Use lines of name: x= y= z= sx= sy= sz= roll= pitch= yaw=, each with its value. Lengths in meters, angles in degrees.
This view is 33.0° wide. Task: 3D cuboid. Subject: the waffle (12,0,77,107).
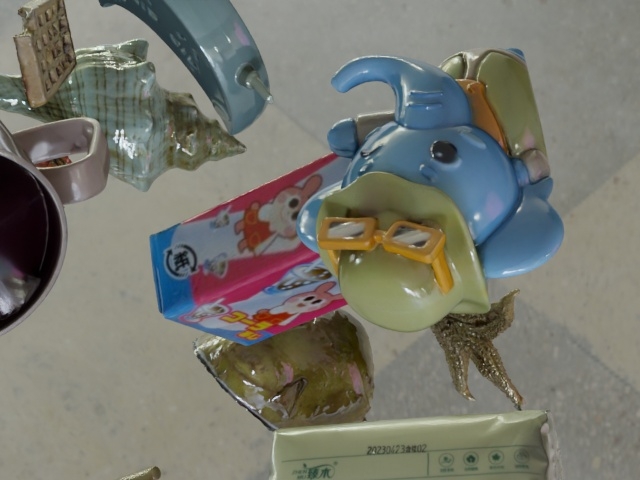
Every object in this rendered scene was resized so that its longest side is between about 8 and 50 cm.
waffle: x=-0.267 y=-0.191 z=1.048 sx=0.021 sy=0.092 sz=0.135 roll=-4 pitch=24 yaw=3

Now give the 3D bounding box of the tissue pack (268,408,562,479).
tissue pack: x=0.124 y=0.381 z=1.379 sx=0.380 sy=0.207 sz=0.297 roll=-5 pitch=54 yaw=16

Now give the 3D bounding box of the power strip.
power strip: x=-0.106 y=-0.168 z=0.849 sx=0.044 sy=0.137 sz=0.216 roll=-40 pitch=71 yaw=-17

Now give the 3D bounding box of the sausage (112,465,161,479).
sausage: x=-0.291 y=0.365 z=1.628 sx=0.132 sy=0.024 sz=0.024 roll=-26 pitch=46 yaw=34

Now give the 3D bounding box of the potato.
potato: x=-0.039 y=0.173 z=1.660 sx=0.196 sy=0.299 sz=0.246 roll=-48 pitch=44 yaw=3

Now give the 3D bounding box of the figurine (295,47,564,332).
figurine: x=0.082 y=-0.049 z=0.808 sx=0.179 sy=0.154 sz=0.262 roll=14 pitch=48 yaw=-1

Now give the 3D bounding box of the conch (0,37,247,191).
conch: x=-0.281 y=-0.190 z=1.501 sx=0.169 sy=0.386 sz=0.203 roll=-27 pitch=48 yaw=49

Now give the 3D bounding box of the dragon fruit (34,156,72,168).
dragon fruit: x=-0.380 y=-0.091 z=1.419 sx=0.116 sy=0.081 sz=0.086 roll=2 pitch=38 yaw=12

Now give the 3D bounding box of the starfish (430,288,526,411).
starfish: x=0.221 y=0.135 z=1.639 sx=0.299 sy=0.302 sz=0.060 roll=2 pitch=39 yaw=47

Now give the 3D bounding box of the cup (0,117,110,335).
cup: x=-0.369 y=-0.055 z=1.099 sx=0.288 sy=0.208 sz=0.273 roll=-46 pitch=31 yaw=-2

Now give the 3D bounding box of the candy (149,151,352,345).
candy: x=0.000 y=-0.001 z=1.064 sx=0.305 sy=0.157 sz=0.100 roll=-23 pitch=64 yaw=24
